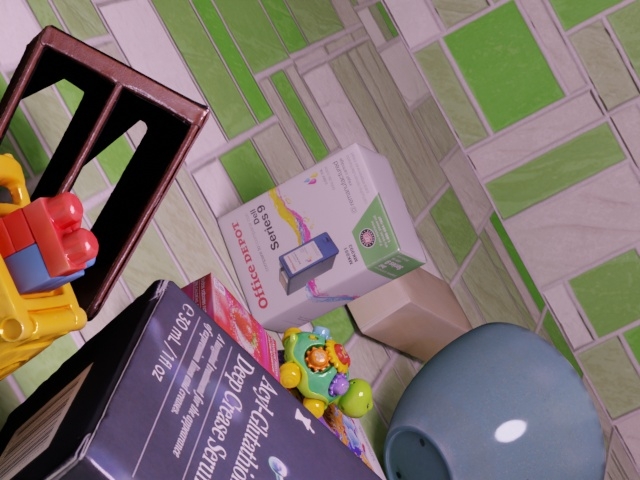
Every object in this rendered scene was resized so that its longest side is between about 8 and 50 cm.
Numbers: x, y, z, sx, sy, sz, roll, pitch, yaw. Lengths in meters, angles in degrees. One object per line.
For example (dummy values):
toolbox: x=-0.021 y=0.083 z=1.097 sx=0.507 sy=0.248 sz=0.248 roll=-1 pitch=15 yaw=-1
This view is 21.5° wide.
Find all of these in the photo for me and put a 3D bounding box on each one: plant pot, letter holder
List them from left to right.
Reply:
letter holder: x=-0.233 y=-0.056 z=1.504 sx=0.152 sy=0.214 sz=0.302 roll=28 pitch=-2 yaw=-13
plant pot: x=0.198 y=0.273 z=2.203 sx=0.195 sy=0.290 sz=0.290 roll=-19 pitch=80 yaw=-37

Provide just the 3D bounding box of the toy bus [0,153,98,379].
toy bus: x=-0.275 y=0.002 z=1.305 sx=0.220 sy=0.211 sz=0.149 roll=63 pitch=19 yaw=7

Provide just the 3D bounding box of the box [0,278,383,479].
box: x=-0.079 y=0.278 z=1.319 sx=0.395 sy=0.212 sz=0.293 roll=45 pitch=21 yaw=-13

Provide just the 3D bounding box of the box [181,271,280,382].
box: x=-0.114 y=0.176 z=1.640 sx=0.128 sy=0.123 sz=0.257 roll=49 pitch=22 yaw=-38

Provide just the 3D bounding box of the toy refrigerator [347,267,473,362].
toy refrigerator: x=0.124 y=0.100 z=2.478 sx=0.269 sy=0.094 sz=0.102 roll=29 pitch=31 yaw=-62

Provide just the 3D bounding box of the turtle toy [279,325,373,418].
turtle toy: x=0.006 y=0.147 z=1.852 sx=0.130 sy=0.066 sz=0.095 roll=54 pitch=19 yaw=-24

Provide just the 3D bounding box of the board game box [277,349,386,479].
board game box: x=0.004 y=0.292 z=1.877 sx=0.347 sy=0.078 sz=0.233 roll=65 pitch=18 yaw=9

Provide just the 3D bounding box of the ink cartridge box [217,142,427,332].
ink cartridge box: x=0.000 y=0.000 z=2.074 sx=0.093 sy=0.212 sz=0.154 roll=18 pitch=48 yaw=-61
